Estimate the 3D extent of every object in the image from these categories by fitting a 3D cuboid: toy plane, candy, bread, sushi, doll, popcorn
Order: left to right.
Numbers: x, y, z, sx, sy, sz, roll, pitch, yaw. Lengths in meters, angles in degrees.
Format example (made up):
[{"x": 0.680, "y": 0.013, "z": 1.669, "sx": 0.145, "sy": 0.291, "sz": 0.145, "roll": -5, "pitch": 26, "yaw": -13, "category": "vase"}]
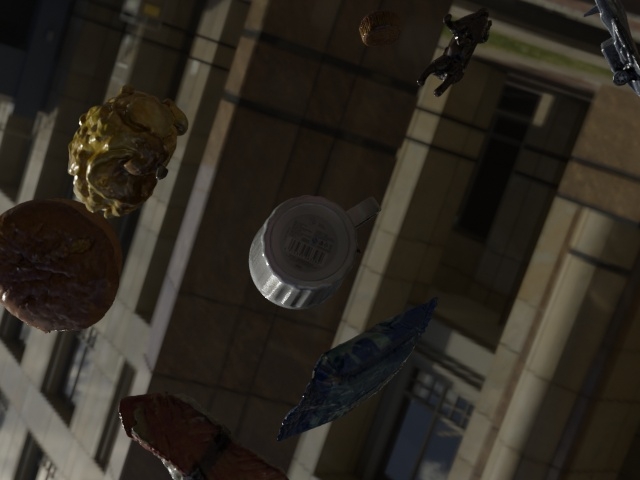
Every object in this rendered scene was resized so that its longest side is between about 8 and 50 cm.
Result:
[{"x": -0.581, "y": 0.046, "z": 2.020, "sx": 0.312, "sy": 0.312, "sz": 0.172, "roll": 19, "pitch": -161, "yaw": 1, "category": "bread"}, {"x": -0.271, "y": -0.133, "z": 1.267, "sx": 0.140, "sy": 0.194, "sz": 0.163, "roll": 26, "pitch": -129, "yaw": -18, "category": "popcorn"}, {"x": -0.186, "y": 0.356, "z": 1.498, "sx": 0.332, "sy": 0.124, "sz": 0.130, "roll": 39, "pitch": 163, "yaw": 2, "category": "sushi"}, {"x": 0.071, "y": 0.209, "z": 1.493, "sx": 0.331, "sy": 0.187, "sz": 0.077, "roll": -24, "pitch": -120, "yaw": -37, "category": "candy"}, {"x": 0.118, "y": -0.426, "z": 1.813, "sx": 0.085, "sy": 0.053, "sz": 0.085, "roll": -9, "pitch": 160, "yaw": -4, "category": "bread"}, {"x": 0.235, "y": -0.321, "z": 1.511, "sx": 0.057, "sy": 0.139, "sz": 0.165, "roll": 34, "pitch": -147, "yaw": 20, "category": "doll"}, {"x": 0.559, "y": -0.371, "z": 1.708, "sx": 0.267, "sy": 0.088, "sz": 0.212, "roll": 49, "pitch": -152, "yaw": -16, "category": "toy plane"}]

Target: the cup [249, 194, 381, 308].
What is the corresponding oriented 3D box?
[{"x": -0.015, "y": -0.005, "z": 1.455, "sx": 0.167, "sy": 0.221, "sz": 0.202, "roll": 27, "pitch": 169, "yaw": -2, "category": "cup"}]
